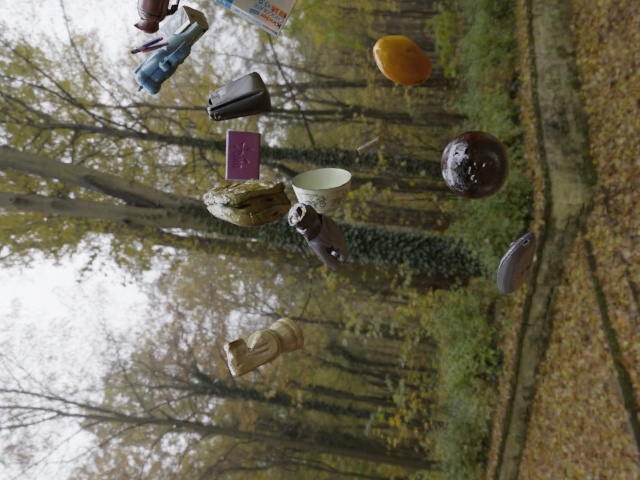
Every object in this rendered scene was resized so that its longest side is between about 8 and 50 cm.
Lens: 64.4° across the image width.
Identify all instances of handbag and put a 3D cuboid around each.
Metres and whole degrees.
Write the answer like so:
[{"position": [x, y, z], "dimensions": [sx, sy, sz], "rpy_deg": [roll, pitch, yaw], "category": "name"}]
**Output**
[{"position": [-0.331, -0.565, 2.045], "dimensions": [0.285, 0.257, 0.113], "rpy_deg": [-109, 3, -53], "category": "handbag"}]

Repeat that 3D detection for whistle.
[{"position": [-0.444, -0.532, 1.488], "dimensions": [0.093, 0.269, 0.180], "rpy_deg": [47, -176, -27], "category": "whistle"}]

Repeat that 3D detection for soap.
[{"position": [-0.410, -0.441, 2.687], "dimensions": [0.081, 0.181, 0.259], "rpy_deg": [-173, 86, -79], "category": "soap"}]

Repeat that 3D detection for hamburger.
[{"position": [-0.243, -0.124, 1.720], "dimensions": [0.265, 0.285, 0.134], "rpy_deg": [-22, -71, -29], "category": "hamburger"}]

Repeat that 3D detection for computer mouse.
[{"position": [0.549, 0.064, 1.429], "dimensions": [0.120, 0.057, 0.232], "rpy_deg": [-39, -37, -15], "category": "computer mouse"}]

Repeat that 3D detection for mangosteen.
[{"position": [0.697, -0.346, 2.307], "dimensions": [0.330, 0.330, 0.330], "rpy_deg": [4, -90, -78], "category": "mangosteen"}]

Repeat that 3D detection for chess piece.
[{"position": [-0.207, 0.383, 1.817], "dimensions": [0.301, 0.137, 0.137], "rpy_deg": [-20, -64, -46], "category": "chess piece"}]

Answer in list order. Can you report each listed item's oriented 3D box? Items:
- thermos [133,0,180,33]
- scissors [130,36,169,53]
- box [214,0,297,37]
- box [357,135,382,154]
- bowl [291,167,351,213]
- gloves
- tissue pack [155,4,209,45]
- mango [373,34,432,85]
[{"position": [-0.586, -0.906, 1.842], "dimensions": [0.136, 0.109, 0.330], "rpy_deg": [-42, -11, -49], "category": "thermos"}, {"position": [-0.483, -0.544, 1.426], "dimensions": [0.039, 0.113, 0.012], "rpy_deg": [26, -128, -74], "category": "scissors"}, {"position": [-0.229, -0.949, 1.948], "dimensions": [0.265, 0.273, 0.048], "rpy_deg": [-69, 13, -21], "category": "box"}, {"position": [0.174, -0.335, 1.790], "dimensions": [0.024, 0.083, 0.053], "rpy_deg": [61, -158, -14], "category": "box"}, {"position": [0.011, -0.189, 1.988], "dimensions": [0.238, 0.237, 0.126], "rpy_deg": [-66, -28, -58], "category": "bowl"}, {"position": [0.006, -0.005, 1.512], "dimensions": [0.285, 0.119, 0.142], "rpy_deg": [51, -147, -49], "category": "gloves"}, {"position": [-0.487, -0.740, 1.797], "dimensions": [0.103, 0.170, 0.090], "rpy_deg": [-10, -101, -54], "category": "tissue pack"}, {"position": [0.292, -0.646, 1.826], "dimensions": [0.126, 0.252, 0.154], "rpy_deg": [40, 112, 53], "category": "mango"}]
